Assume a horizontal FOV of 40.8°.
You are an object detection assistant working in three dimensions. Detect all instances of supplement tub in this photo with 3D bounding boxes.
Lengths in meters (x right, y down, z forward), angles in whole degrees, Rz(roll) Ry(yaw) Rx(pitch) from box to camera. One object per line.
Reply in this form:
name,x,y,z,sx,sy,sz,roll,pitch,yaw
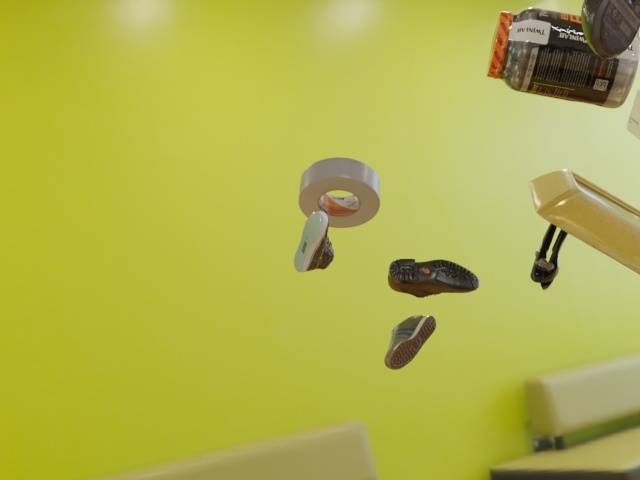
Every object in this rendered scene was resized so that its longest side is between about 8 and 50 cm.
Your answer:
supplement tub,0.590,-0.450,2.105,0.338,0.207,0.207,11,-2,5

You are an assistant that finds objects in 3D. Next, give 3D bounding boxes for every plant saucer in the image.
plant saucer,0.606,-0.041,1.805,0.332,0.081,0.333,30,18,2

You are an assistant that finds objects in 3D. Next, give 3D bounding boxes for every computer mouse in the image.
computer mouse,0.533,-0.441,1.505,0.188,0.272,0.072,36,-6,-39

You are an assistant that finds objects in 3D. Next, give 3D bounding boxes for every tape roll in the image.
tape roll,0.052,-0.126,2.310,0.219,0.072,0.219,3,-36,2

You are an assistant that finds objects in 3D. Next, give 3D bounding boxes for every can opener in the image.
can opener,0.501,0.014,1.867,0.059,0.186,0.073,18,-16,9

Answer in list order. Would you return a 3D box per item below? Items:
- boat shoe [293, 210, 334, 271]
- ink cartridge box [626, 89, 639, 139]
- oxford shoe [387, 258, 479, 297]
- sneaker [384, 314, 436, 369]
boat shoe,0.000,0.000,2.083,0.083,0.065,0.183,-4,-45,-32
ink cartridge box,0.966,-0.300,2.213,0.273,0.115,0.198,-1,30,-13
oxford shoe,0.278,0.100,2.135,0.227,0.083,0.096,8,-38,1
sneaker,0.210,0.257,2.201,0.086,0.064,0.192,5,40,49
